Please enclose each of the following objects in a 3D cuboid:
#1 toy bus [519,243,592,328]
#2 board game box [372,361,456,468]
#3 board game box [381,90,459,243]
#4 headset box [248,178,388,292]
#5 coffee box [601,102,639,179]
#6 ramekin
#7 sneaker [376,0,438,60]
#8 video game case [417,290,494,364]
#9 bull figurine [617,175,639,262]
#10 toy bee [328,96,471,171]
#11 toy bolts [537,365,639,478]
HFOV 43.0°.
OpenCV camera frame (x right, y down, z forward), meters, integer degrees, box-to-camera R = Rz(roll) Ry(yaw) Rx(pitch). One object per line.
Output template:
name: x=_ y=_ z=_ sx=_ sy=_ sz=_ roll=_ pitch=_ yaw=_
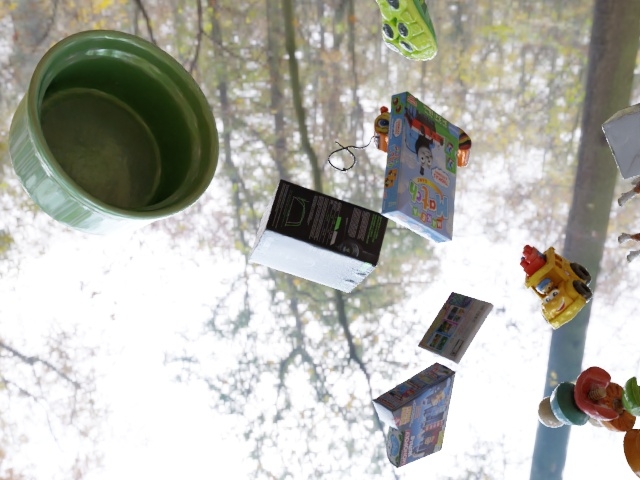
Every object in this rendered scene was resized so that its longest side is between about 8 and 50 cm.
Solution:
toy bus: x=0.647 y=0.111 z=2.304 sx=0.211 sy=0.149 sz=0.220 roll=40 pitch=-151 yaw=-6
board game box: x=0.188 y=0.370 z=1.708 sx=0.194 sy=0.194 sz=0.060 roll=-6 pitch=-160 yaw=-41
board game box: x=0.170 y=-0.119 z=1.355 sx=0.039 sy=0.211 sz=0.160 roll=-9 pitch=157 yaw=41
headset box: x=0.000 y=0.000 z=1.891 sx=0.283 sy=0.246 sz=0.131 roll=18 pitch=-111 yaw=-8
coffee box: x=0.758 y=-0.245 z=1.927 sx=0.098 sy=0.141 sz=0.246 roll=-20 pitch=-175 yaw=32
ramekin: x=-0.323 y=-0.154 z=1.250 sx=0.148 sy=0.303 sz=0.303 roll=-25 pitch=-175 yaw=47
sneaker: x=0.155 y=-0.447 z=1.463 sx=0.109 sy=0.295 sz=0.123 roll=15 pitch=-119 yaw=38
video game case: x=0.303 y=0.194 z=1.833 sx=0.157 sy=0.019 sz=0.143 roll=-56 pitch=-153 yaw=-10
bull figurine: x=0.830 y=-0.039 z=1.983 sx=0.188 sy=0.101 sz=0.310 roll=-11 pitch=-124 yaw=43
toy bee: x=0.181 y=-0.242 z=1.799 sx=0.298 sy=0.195 sz=0.162 roll=14 pitch=-132 yaw=-14
toy bolts: x=0.534 y=0.356 z=1.560 sx=0.229 sy=0.158 sz=0.218 roll=23 pitch=-127 yaw=-24
